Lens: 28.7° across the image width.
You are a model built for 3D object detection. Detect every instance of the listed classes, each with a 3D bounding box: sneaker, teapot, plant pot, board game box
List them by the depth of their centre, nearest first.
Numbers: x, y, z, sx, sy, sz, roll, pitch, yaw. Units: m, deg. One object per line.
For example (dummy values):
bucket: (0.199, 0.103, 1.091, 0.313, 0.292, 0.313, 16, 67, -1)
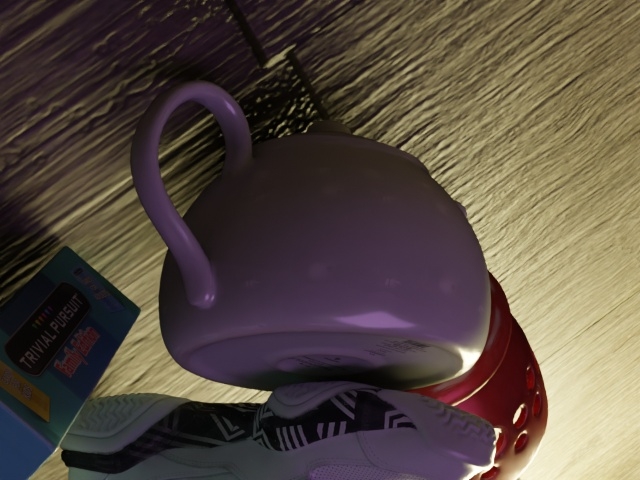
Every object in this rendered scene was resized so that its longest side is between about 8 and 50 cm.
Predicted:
board game box: (-0.276, 0.174, 0.818, 0.079, 0.254, 0.336, 42, 102, -8)
teapot: (0.000, 0.000, 0.900, 0.253, 0.187, 0.256, 1, 162, -3)
sneaker: (-0.042, 0.221, 0.940, 0.366, 0.210, 0.137, -6, 163, 25)
plant pot: (0.095, 0.113, 1.089, 0.191, 0.191, 0.174, -31, 140, -8)
